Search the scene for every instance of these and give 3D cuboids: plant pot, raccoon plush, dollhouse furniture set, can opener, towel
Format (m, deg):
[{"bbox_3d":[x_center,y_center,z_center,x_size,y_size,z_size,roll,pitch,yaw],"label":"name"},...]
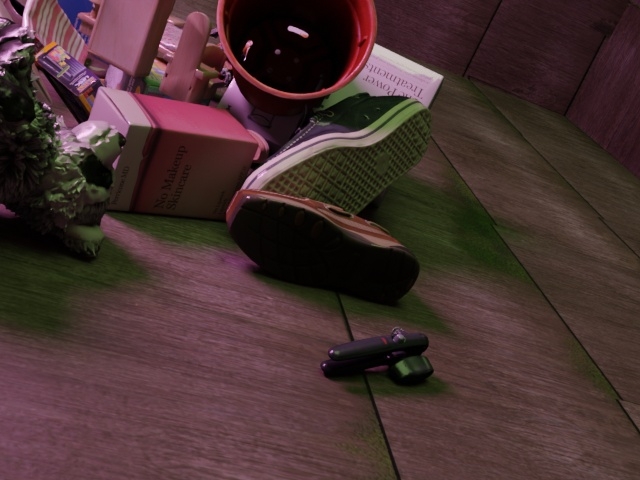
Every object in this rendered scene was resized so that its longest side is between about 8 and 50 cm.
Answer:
[{"bbox_3d":[-0.057,-0.354,1.651,0.272,0.273,0.265,22,-9,-5],"label":"plant pot"},{"bbox_3d":[-0.476,-0.095,1.145,0.446,0.299,0.216,-9,43,1],"label":"raccoon plush"},{"bbox_3d":[-0.233,-0.394,1.626,0.303,0.174,0.355,31,23,15],"label":"dollhouse furniture set"},{"bbox_3d":[0.079,0.151,1.215,0.186,0.059,0.073,5,29,-40],"label":"can opener"},{"bbox_3d":[-0.470,-0.362,1.626,0.029,0.197,0.144,-9,57,10],"label":"towel"}]

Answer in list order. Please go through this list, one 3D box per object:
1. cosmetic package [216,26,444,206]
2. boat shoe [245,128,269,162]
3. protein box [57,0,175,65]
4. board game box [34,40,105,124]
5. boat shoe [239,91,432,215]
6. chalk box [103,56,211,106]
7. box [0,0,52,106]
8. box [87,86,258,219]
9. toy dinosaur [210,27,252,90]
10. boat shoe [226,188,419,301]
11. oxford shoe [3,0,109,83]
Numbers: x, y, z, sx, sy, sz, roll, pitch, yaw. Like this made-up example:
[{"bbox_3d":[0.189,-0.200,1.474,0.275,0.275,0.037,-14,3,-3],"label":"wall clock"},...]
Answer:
[{"bbox_3d":[0.017,-0.279,1.833,0.377,0.285,0.097,26,-10,6],"label":"cosmetic package"},{"bbox_3d":[-0.174,-0.191,1.736,0.170,0.063,0.059,26,22,30],"label":"boat shoe"},{"bbox_3d":[-0.434,-0.461,1.886,0.201,0.200,0.136,23,21,-3],"label":"protein box"},{"bbox_3d":[-0.379,-0.226,1.482,0.141,0.048,0.170,37,-16,30],"label":"board game box"},{"bbox_3d":[0.011,-0.139,1.580,0.156,0.187,0.500,24,37,28],"label":"boat shoe"},{"bbox_3d":[-0.288,-0.230,1.607,0.132,0.132,0.213,5,30,-39],"label":"chalk box"},{"bbox_3d":[-0.535,-0.286,1.415,0.311,0.148,0.121,54,-8,49],"label":"box"},{"bbox_3d":[-0.238,-0.130,1.405,0.232,0.149,0.127,4,31,-40],"label":"box"},{"bbox_3d":[-0.136,-0.379,1.966,0.321,0.219,0.164,-11,19,35],"label":"toy dinosaur"},{"bbox_3d":[0.000,0.000,1.407,0.323,0.123,0.120,23,22,-27],"label":"boat shoe"},{"bbox_3d":[-0.512,-0.382,1.761,0.271,0.098,0.097,26,22,3],"label":"oxford shoe"}]
